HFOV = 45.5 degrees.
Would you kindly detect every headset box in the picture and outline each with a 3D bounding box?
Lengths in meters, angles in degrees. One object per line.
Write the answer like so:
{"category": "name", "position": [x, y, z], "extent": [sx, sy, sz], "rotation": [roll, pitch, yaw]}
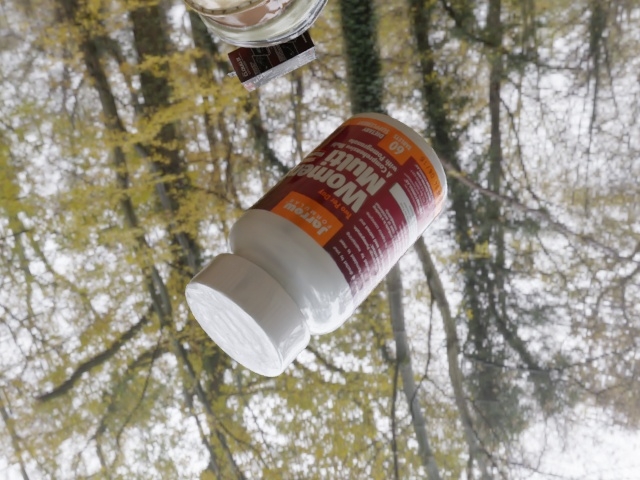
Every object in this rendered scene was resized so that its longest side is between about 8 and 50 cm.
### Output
{"category": "headset box", "position": [-0.047, -0.170, 0.712], "extent": [0.083, 0.032, 0.062], "rotation": [-25, -178, 3]}

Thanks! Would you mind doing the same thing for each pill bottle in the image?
{"category": "pill bottle", "position": [0.000, 0.000, 0.635], "extent": [0.121, 0.121, 0.221], "rotation": [21, -127, 36]}

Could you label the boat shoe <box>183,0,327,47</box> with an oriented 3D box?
{"category": "boat shoe", "position": [-0.022, -0.286, 0.457], "extent": [0.122, 0.324, 0.120], "rotation": [10, 177, 22]}
